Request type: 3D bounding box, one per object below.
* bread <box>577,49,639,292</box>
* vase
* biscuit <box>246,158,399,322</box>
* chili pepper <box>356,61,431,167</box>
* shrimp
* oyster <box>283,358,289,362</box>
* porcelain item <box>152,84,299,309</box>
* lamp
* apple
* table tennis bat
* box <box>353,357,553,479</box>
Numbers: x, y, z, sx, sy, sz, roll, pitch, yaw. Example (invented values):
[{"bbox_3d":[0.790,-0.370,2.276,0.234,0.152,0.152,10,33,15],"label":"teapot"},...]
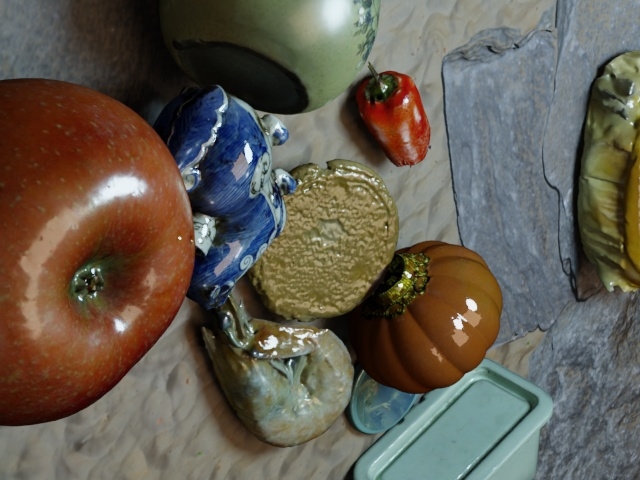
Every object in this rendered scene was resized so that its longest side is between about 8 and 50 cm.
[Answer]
[{"bbox_3d":[0.544,-0.112,2.333,0.236,0.183,0.388,-22,121,-37],"label":"bread"},{"bbox_3d":[-0.033,-0.291,1.640,0.329,0.241,0.302,77,30,-69],"label":"vase"},{"bbox_3d":[0.000,0.000,1.855,0.226,0.042,0.226,-8,114,-19],"label":"biscuit"},{"bbox_3d":[0.091,-0.179,1.891,0.084,0.086,0.192,-31,143,1],"label":"chili pepper"},{"bbox_3d":[-0.053,0.150,1.862,0.168,0.077,0.317,-32,131,-10],"label":"shrimp"},{"bbox_3d":[-0.025,0.195,1.965,0.086,0.029,0.132,-39,129,-30],"label":"oyster"},{"bbox_3d":[-0.125,-0.048,1.636,0.186,0.138,0.288,-61,164,-19],"label":"porcelain item"},{"bbox_3d":[0.141,0.102,1.963,0.196,0.223,0.223,46,71,-32],"label":"lamp"},{"bbox_3d":[-0.286,0.014,1.418,0.348,0.277,0.348,-23,122,-43],"label":"apple"},{"bbox_3d":[0.124,0.186,2.120,0.237,0.038,0.149,-42,132,-23],"label":"table tennis bat"},{"bbox_3d":[0.206,0.352,2.185,0.312,0.175,0.182,-39,140,-30],"label":"box"}]
